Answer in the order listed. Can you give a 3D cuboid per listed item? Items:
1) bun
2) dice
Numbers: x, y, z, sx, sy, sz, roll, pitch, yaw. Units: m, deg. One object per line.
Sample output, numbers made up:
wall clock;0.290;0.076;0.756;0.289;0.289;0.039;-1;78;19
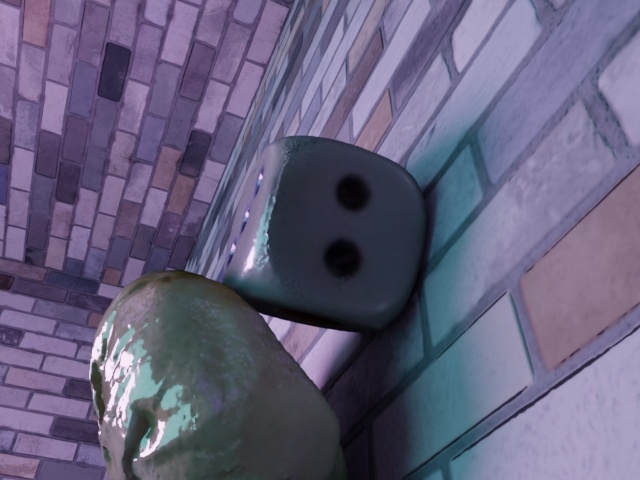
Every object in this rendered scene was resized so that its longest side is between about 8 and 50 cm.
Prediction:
bun;-0.129;0.212;0.669;0.219;0.365;0.365;-33;4;-20
dice;0.000;0.000;0.708;0.193;0.194;0.192;154;131;-70
